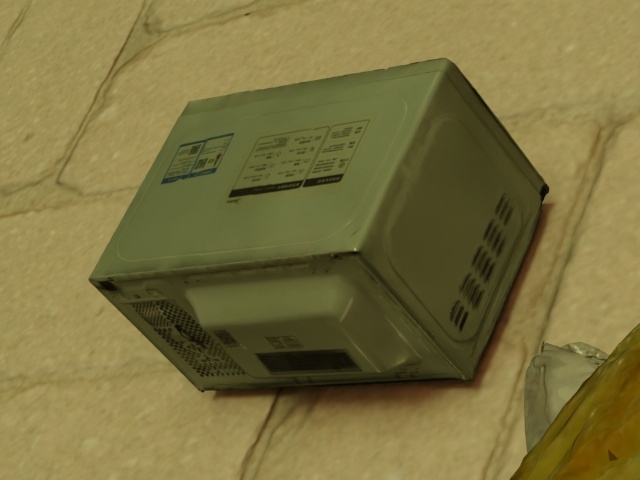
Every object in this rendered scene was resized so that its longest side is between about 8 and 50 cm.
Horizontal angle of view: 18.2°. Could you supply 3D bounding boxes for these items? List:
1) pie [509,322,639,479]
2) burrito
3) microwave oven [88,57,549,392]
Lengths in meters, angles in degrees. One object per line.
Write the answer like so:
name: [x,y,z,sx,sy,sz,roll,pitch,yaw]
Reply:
pie: [0.142,0.110,0.606,0.180,0.418,0.395,41,106,20]
burrito: [0.130,0.121,0.926,0.064,0.064,0.203,-28,34,19]
microwave oven: [0.000,0.000,1.133,0.208,0.122,0.162,-6,48,42]
